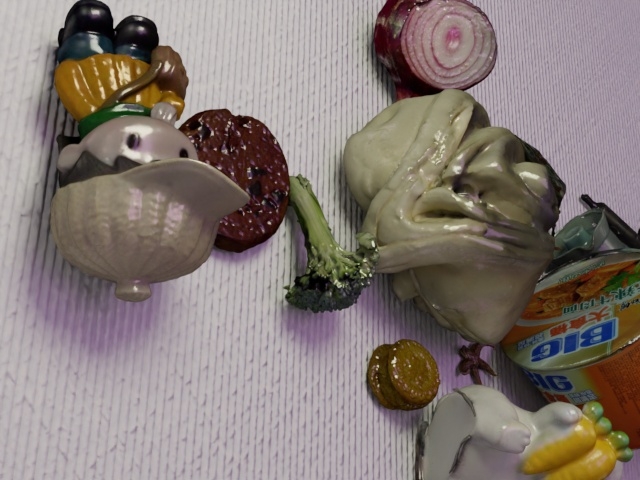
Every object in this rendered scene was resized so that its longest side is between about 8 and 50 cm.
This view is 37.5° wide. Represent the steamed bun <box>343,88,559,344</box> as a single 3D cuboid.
[{"bbox_3d":[0.210,-0.046,1.351,0.339,0.247,0.352,30,54,-37],"label":"steamed bun"}]

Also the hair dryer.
[{"bbox_3d":[0.588,0.006,1.839,0.248,0.078,0.196,38,51,-15],"label":"hair dryer"}]

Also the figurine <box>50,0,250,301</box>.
[{"bbox_3d":[-0.219,-0.095,1.050,0.185,0.204,0.332,8,39,-40],"label":"figurine"}]

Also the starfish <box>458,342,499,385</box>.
[{"bbox_3d":[0.242,0.187,1.447,0.091,0.028,0.078,33,59,-33],"label":"starfish"}]

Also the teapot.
[{"bbox_3d":[0.513,0.062,1.681,0.225,0.171,0.203,48,14,-9],"label":"teapot"}]

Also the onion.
[{"bbox_3d":[0.163,-0.287,1.503,0.195,0.140,0.218,16,97,-32],"label":"onion"}]

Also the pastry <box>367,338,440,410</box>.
[{"bbox_3d":[0.116,0.186,1.304,0.109,0.057,0.097,7,67,-43],"label":"pastry"}]

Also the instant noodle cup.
[{"bbox_3d":[0.456,0.184,1.493,0.214,0.296,0.296,58,44,-21],"label":"instant noodle cup"}]

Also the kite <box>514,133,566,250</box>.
[{"bbox_3d":[0.342,-0.059,1.443,0.127,0.016,0.229,59,-4,41],"label":"kite"}]

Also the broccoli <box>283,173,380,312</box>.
[{"bbox_3d":[-0.002,0.000,1.240,0.118,0.122,0.204,-5,60,-23],"label":"broccoli"}]

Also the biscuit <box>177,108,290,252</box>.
[{"bbox_3d":[-0.116,-0.078,1.200,0.192,0.049,0.192,12,69,-34],"label":"biscuit"}]

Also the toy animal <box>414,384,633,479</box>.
[{"bbox_3d":[0.294,0.305,1.313,0.309,0.247,0.183,12,82,-24],"label":"toy animal"}]
